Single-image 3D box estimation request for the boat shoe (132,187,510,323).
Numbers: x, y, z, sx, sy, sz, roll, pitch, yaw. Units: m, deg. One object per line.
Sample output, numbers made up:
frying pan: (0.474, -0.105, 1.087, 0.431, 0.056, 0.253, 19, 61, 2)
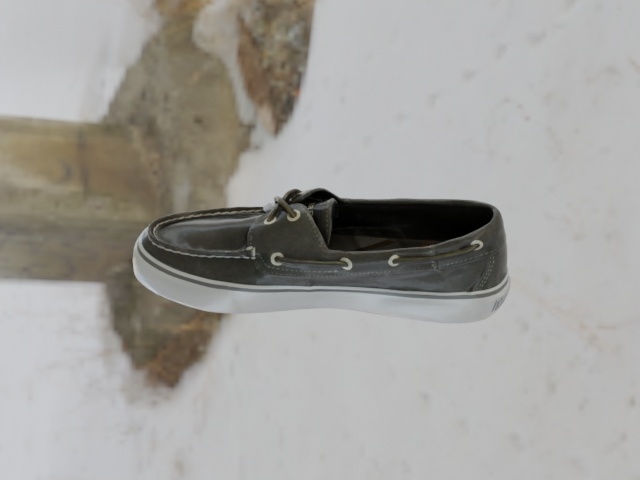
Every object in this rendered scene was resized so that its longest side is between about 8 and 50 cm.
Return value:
boat shoe: (0.000, 0.000, 0.541, 0.049, 0.142, 0.040, -77, -11, -55)
